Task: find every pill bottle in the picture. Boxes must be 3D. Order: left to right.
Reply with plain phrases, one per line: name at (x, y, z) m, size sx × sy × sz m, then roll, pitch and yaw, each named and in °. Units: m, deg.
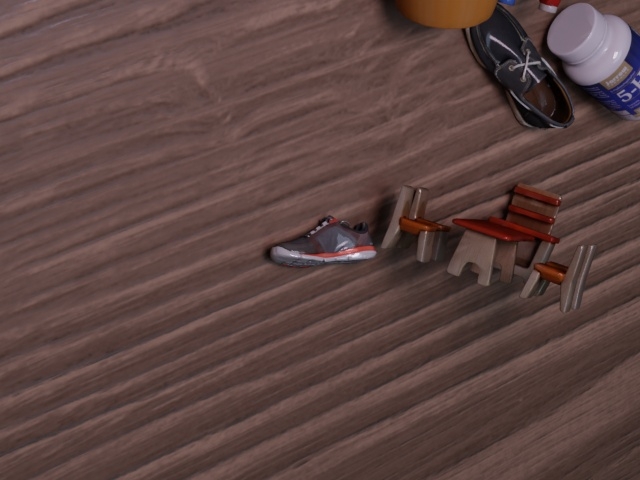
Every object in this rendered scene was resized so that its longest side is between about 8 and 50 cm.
pill bottle at (0.415, -0.260, 1.824) m, size 0.187 × 0.112 × 0.112 m, roll 28°, pitch 91°, yaw -36°

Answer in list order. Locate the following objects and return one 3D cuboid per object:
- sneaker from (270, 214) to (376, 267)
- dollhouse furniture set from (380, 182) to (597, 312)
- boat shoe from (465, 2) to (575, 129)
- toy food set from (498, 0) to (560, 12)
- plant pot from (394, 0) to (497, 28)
sneaker at (0.000, 0.000, 1.695) m, size 0.158 × 0.061 × 0.065 m, roll -2°, pitch 81°, yaw -33°
dollhouse furniture set at (0.253, -0.012, 1.741) m, size 0.259 × 0.262 × 0.135 m, roll 0°, pitch 108°, yaw -68°
boat shoe at (0.282, -0.245, 1.765) m, size 0.084 × 0.079 × 0.233 m, roll -46°, pitch 124°, yaw -9°
toy food set at (0.303, -0.362, 1.716) m, size 0.232 × 0.111 × 0.104 m, roll 2°, pitch 112°, yaw -33°
plant pot at (0.162, -0.376, 1.580) m, size 0.205 × 0.205 × 0.188 m, roll -19°, pitch 132°, yaw -26°
